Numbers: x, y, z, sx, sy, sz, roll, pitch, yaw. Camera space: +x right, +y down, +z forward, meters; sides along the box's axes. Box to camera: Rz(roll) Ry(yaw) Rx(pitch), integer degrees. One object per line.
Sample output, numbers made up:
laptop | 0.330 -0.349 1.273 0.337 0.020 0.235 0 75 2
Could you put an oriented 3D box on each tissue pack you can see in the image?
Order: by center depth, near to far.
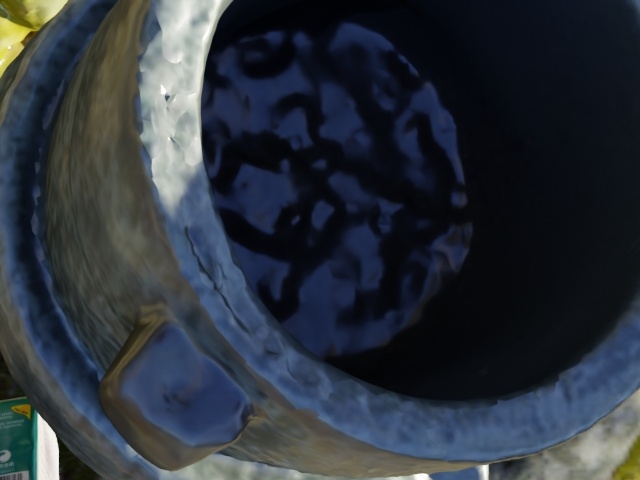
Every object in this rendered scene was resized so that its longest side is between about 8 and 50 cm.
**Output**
tissue pack | -0.199 0.145 0.806 0.111 0.079 0.085 -10 42 -1

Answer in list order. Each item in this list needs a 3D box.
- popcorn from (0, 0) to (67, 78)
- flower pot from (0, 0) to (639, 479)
popcorn | -0.205 -0.124 0.859 0.235 0.216 0.181 22 47 -48
flower pot | 0.000 0.000 0.635 0.299 0.283 0.299 4 81 -24
